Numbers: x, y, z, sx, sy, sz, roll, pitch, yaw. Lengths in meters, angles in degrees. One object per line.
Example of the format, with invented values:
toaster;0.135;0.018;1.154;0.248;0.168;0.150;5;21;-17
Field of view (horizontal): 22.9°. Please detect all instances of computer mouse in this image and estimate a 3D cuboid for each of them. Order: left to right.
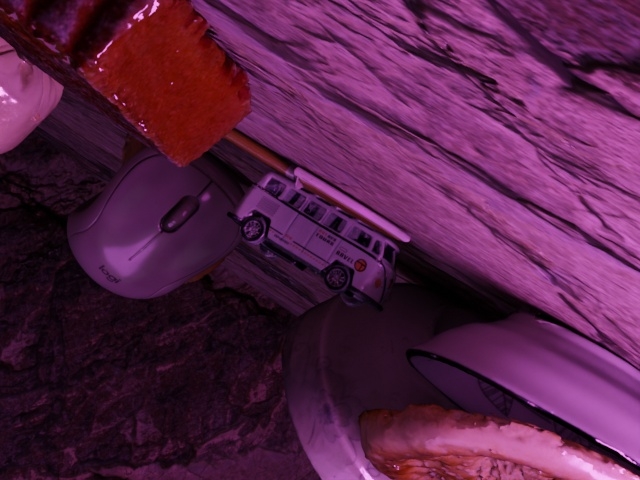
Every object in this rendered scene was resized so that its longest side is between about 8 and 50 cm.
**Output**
computer mouse;-0.229;-0.014;2.077;0.184;0.121;0.297;47;138;-16

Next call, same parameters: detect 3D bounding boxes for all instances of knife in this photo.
knife;-0.016;-0.060;1.623;0.256;0.022;0.046;32;170;15

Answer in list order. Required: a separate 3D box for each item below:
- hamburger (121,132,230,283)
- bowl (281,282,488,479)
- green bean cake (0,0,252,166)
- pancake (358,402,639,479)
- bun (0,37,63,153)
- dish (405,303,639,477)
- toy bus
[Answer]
hamburger;-0.205;-0.047;2.211;0.135;0.155;0.208;22;162;40
bowl;0.118;0.177;1.818;0.307;0.163;0.307;33;-140;-34
green bean cake;-0.157;-0.154;1.220;0.198;0.097;0.233;34;174;5
pancake;0.201;0.241;1.548;0.356;0.065;0.356;16;159;6
bun;-0.388;-0.212;1.773;0.229;0.229;0.145;35;130;-15
dish;0.244;0.152;1.577;0.316;0.106;0.316;31;171;6
toy bus;0.000;0.000;1.697;0.194;0.089;0.087;31;176;23
